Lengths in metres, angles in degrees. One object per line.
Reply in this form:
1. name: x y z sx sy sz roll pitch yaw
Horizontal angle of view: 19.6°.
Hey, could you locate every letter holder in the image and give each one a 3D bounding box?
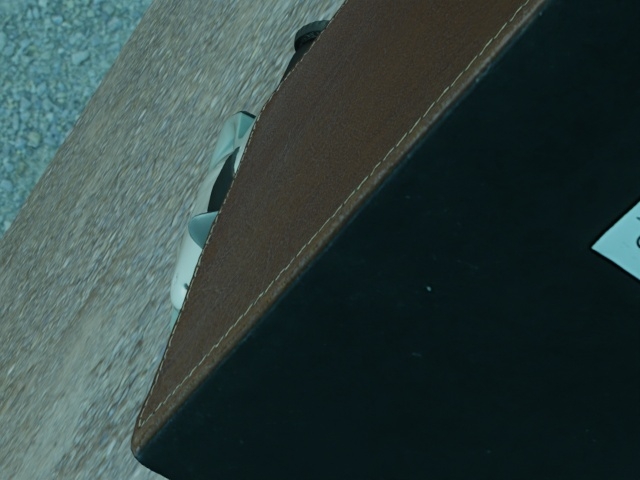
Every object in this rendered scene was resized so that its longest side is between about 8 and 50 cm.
1. letter holder: 0.097 -0.048 0.596 0.302 0.152 0.214 -48 17 35

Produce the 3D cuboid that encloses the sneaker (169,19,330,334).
1. sneaker: 0.000 0.000 0.881 0.146 0.122 0.330 -66 8 -16
